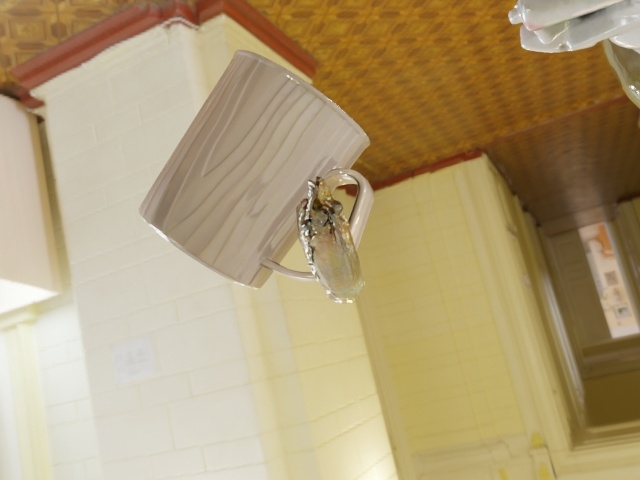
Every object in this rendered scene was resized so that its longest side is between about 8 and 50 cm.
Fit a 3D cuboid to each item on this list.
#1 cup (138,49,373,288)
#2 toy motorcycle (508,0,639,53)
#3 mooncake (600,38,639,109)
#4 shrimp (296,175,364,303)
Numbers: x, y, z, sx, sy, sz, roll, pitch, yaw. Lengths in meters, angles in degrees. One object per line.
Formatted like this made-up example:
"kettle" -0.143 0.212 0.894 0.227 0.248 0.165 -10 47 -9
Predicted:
"cup" -0.067 -0.077 0.835 0.273 0.288 0.208 -56 -177 -1
"toy motorcycle" 0.244 -0.148 0.358 0.261 0.110 0.171 1 149 15
"mooncake" 0.551 -0.306 0.750 0.379 0.200 0.378 -9 141 -7
"shrimp" 0.000 0.000 0.532 0.042 0.101 0.190 -33 157 -12
